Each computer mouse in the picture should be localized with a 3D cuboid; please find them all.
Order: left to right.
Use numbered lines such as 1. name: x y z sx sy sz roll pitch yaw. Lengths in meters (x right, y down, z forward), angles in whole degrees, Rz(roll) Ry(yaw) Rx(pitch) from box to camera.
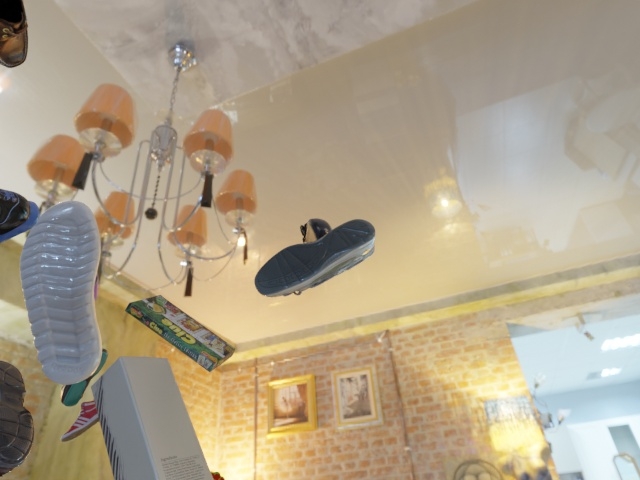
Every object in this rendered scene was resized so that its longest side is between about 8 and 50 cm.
1. computer mouse: 0.000 0.000 1.324 0.072 0.189 0.272 -17 -11 -11

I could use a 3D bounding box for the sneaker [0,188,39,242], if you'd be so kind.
1. sneaker: -0.587 -0.006 0.678 0.232 0.081 0.090 -39 -15 -7

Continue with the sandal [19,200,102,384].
1. sandal: -0.586 0.116 0.968 0.169 0.417 0.102 -5 -13 -8

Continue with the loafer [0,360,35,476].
1. loafer: -0.679 0.379 0.871 0.095 0.302 0.109 -45 -47 -8

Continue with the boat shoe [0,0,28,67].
1. boat shoe: -0.432 -0.309 0.554 0.073 0.073 0.207 33 -31 -1

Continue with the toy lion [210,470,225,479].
1. toy lion: -0.216 0.465 0.760 0.034 0.096 0.100 -31 -69 35

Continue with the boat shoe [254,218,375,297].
1. boat shoe: -0.005 0.059 1.021 0.320 0.118 0.103 -29 -41 -14

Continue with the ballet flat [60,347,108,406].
1. ballet flat: -0.662 0.365 1.163 0.074 0.074 0.203 27 -79 -38

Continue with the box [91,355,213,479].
1. box: -0.285 0.337 0.708 0.094 0.275 0.113 -44 -33 12

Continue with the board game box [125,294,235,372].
1. board game box: -0.345 0.226 1.048 0.259 0.136 0.030 33 -81 8

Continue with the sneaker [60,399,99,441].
1. sneaker: -0.667 0.495 1.160 0.118 0.067 0.042 -32 -23 -31
